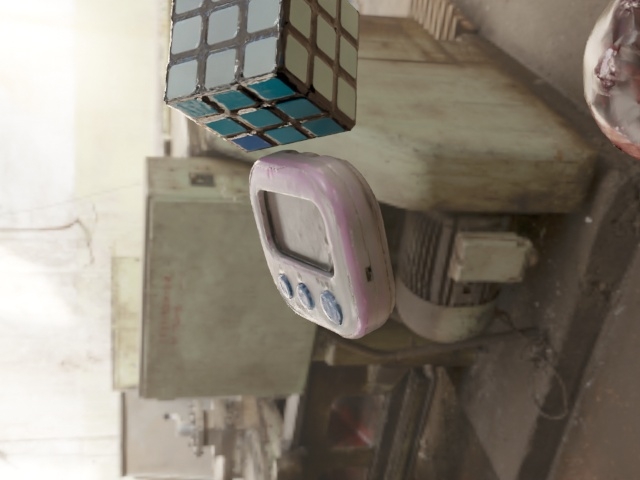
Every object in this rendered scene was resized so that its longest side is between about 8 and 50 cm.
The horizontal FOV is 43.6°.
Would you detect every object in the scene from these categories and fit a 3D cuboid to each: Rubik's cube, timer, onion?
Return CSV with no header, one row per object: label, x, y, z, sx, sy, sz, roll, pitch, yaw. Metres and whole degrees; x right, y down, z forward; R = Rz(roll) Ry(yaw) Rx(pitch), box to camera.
Rubik's cube,-0.062,-0.210,0.903,0.162,0.160,0.163,24,-116,-55
timer,0.000,0.000,0.848,0.208,0.069,0.191,20,128,60
onion,0.402,-0.186,0.822,0.219,0.252,0.252,-133,44,-61
